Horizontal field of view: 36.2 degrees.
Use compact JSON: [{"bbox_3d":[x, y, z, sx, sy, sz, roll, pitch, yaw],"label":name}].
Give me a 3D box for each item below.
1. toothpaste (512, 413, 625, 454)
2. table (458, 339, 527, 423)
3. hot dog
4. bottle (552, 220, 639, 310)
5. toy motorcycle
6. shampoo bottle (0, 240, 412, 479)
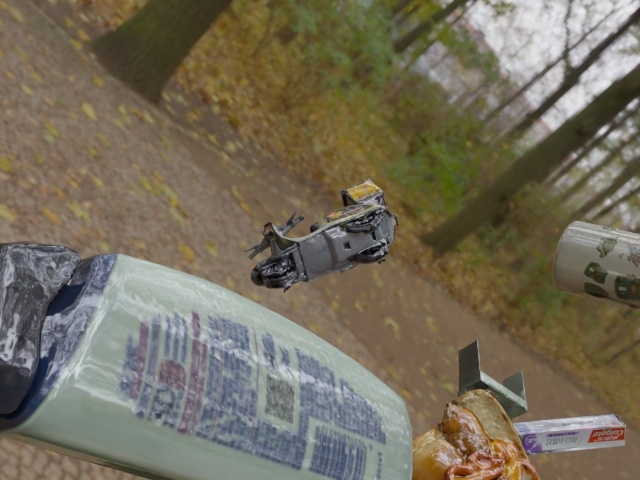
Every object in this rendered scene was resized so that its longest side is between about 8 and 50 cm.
[{"bbox_3d":[0.421,0.330,1.667,0.040,0.196,0.047,-138,-134,-75],"label":"toothpaste"},{"bbox_3d":[0.347,0.313,1.974,0.146,0.062,0.175,34,39,-27],"label":"table"},{"bbox_3d":[0.207,0.333,1.077,0.158,0.117,0.349,-35,107,-37],"label":"hot dog"},{"bbox_3d":[0.494,0.052,1.500,0.253,0.120,0.120,16,-7,31],"label":"bottle"},{"bbox_3d":[0.000,0.000,1.568,0.157,0.263,0.091,47,-24,55],"label":"toy motorcycle"},{"bbox_3d":[-0.074,0.094,0.639,0.359,0.078,0.134,30,56,-41],"label":"shampoo bottle"}]
